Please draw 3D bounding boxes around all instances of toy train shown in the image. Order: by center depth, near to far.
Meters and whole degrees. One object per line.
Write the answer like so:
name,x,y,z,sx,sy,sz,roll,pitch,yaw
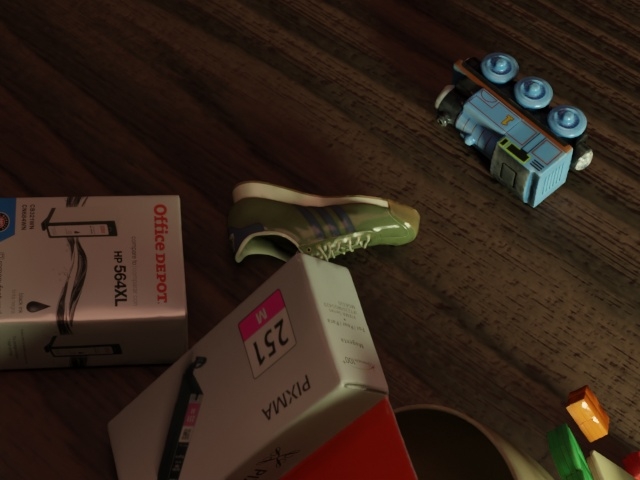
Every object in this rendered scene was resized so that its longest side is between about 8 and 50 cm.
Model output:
toy train,0.203,-0.125,1.473,0.105,0.080,0.184,-37,65,-23

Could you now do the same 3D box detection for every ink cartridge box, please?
ink cartridge box,-0.053,0.185,1.099,0.060,0.275,0.239,18,42,-41
ink cartridge box,-0.228,0.037,1.291,0.203,0.086,0.148,-2,53,-8

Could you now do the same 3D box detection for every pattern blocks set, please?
pattern blocks set,0.254,0.248,1.075,0.026,0.325,0.285,-28,52,16

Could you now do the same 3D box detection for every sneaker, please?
sneaker,0.000,0.000,1.366,0.192,0.064,0.086,9,60,0

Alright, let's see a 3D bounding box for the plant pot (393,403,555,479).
plant pot,0.118,0.289,1.060,0.191,0.284,0.284,25,44,-35
